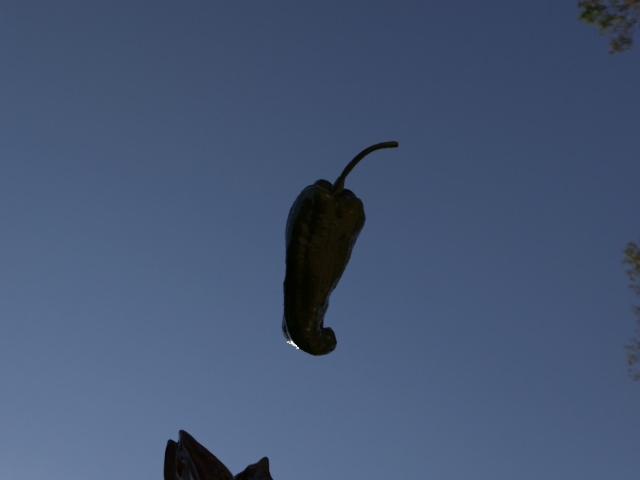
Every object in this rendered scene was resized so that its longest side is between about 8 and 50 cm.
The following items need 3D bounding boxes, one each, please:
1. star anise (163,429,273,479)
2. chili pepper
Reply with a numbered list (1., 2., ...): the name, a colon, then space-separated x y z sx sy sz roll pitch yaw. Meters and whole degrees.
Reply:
1. star anise: -0.062 0.257 0.566 0.236 0.093 0.229 14 -106 -41
2. chili pepper: 0.001 0.000 0.707 0.073 0.072 0.204 12 -85 -21
